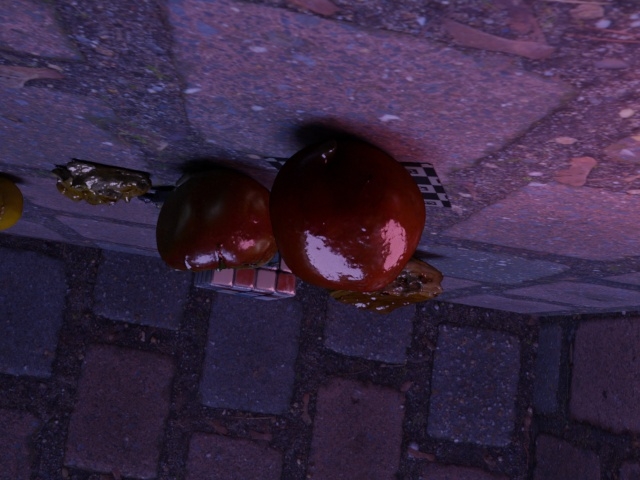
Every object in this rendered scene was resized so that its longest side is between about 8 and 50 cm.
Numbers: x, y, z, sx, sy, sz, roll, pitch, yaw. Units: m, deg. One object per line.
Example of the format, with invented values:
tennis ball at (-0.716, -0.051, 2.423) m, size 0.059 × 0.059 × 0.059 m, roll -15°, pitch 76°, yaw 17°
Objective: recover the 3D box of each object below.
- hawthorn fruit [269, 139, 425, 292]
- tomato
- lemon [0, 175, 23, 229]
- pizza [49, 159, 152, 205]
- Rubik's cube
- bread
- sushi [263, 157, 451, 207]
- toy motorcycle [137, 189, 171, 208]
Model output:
hawthorn fruit at (0.038, -0.044, 1.172) m, size 0.311 × 0.294 × 0.295 m, roll 23°, pitch 163°, yaw -41°
tomato at (-0.238, -0.045, 1.495) m, size 0.304 × 0.238 × 0.303 m, roll -3°, pitch 177°, yaw 0°
lemon at (-0.993, -0.112, 1.921) m, size 0.181 × 0.180 × 0.193 m, roll 11°, pitch 149°, yaw -19°
pizza at (-0.590, -0.142, 1.688) m, size 0.223 × 0.089 × 0.324 m, roll 12°, pitch 170°, yaw -39°
Rubik's cube at (-0.211, 0.032, 1.863) m, size 0.254 × 0.258 × 0.256 m, roll 13°, pitch 169°, yaw -20°
bread at (0.233, 0.131, 2.319) m, size 0.314 × 0.191 × 0.370 m, roll 19°, pitch 155°, yaw -25°
sushi at (0.094, -0.097, 1.422) m, size 0.359 × 0.064 × 0.343 m, roll 5°, pitch 170°, yaw 20°
toy motorcycle at (-0.413, -0.110, 1.789) m, size 0.194 × 0.061 × 0.124 m, roll 4°, pitch 172°, yaw 24°
